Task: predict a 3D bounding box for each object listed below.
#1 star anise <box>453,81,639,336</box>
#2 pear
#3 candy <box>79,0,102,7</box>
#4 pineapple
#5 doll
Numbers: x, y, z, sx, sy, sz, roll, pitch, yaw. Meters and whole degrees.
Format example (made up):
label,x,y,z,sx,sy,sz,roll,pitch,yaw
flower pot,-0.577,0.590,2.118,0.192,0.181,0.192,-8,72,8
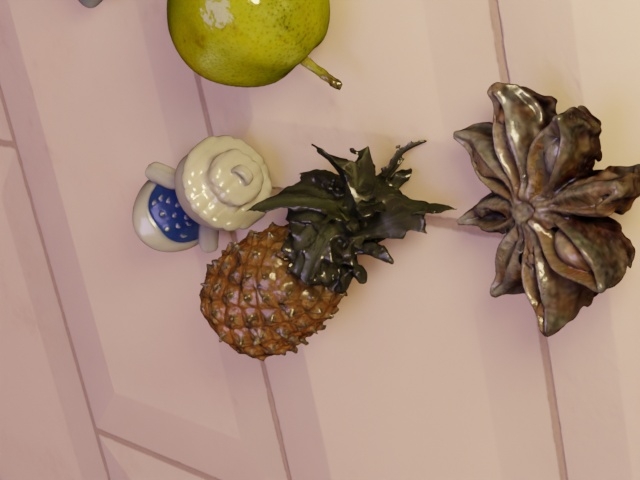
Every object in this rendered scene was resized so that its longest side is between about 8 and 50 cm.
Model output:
label,x,y,z,sx,sy,sz,roll,pitch,yaw
star anise,0.224,-0.035,1.356,0.236,0.109,0.223,38,132,55
pear,-0.062,-0.234,1.542,0.216,0.166,0.180,43,131,-10
candy,-0.295,-0.386,1.780,0.138,0.071,0.174,-25,92,56
pineapple,0.000,-0.003,1.628,0.165,0.165,0.364,54,135,10
doll,-0.154,-0.051,1.799,0.138,0.119,0.293,56,150,-6
